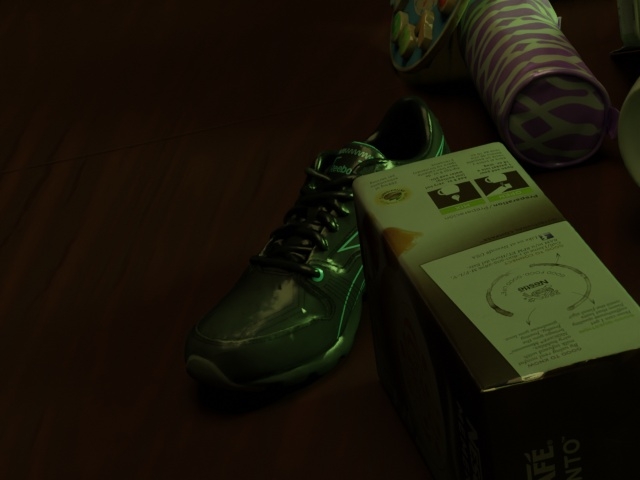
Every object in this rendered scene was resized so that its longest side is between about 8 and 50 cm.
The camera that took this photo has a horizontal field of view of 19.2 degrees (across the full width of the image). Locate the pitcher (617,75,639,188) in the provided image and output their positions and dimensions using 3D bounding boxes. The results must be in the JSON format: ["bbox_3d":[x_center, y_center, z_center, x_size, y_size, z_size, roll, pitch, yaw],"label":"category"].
[{"bbox_3d":[0.284,-0.086,1.290,0.207,0.125,0.178,-17,9,-36],"label":"pitcher"}]

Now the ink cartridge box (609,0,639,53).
[{"bbox_3d":[0.306,-0.176,1.408,0.171,0.056,0.235,-8,6,3],"label":"ink cartridge box"}]

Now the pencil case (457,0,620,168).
[{"bbox_3d":[0.160,-0.128,1.433,0.088,0.086,0.206,11,27,-11],"label":"pencil case"}]

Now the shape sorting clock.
[{"bbox_3d":[0.100,-0.235,1.536,0.040,0.206,0.206,20,26,-11],"label":"shape sorting clock"}]

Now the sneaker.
[{"bbox_3d":[0.000,0.000,1.218,0.101,0.106,0.267,13,37,34],"label":"sneaker"}]

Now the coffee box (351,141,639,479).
[{"bbox_3d":[0.100,0.065,1.026,0.098,0.141,0.246,-14,28,-9],"label":"coffee box"}]
